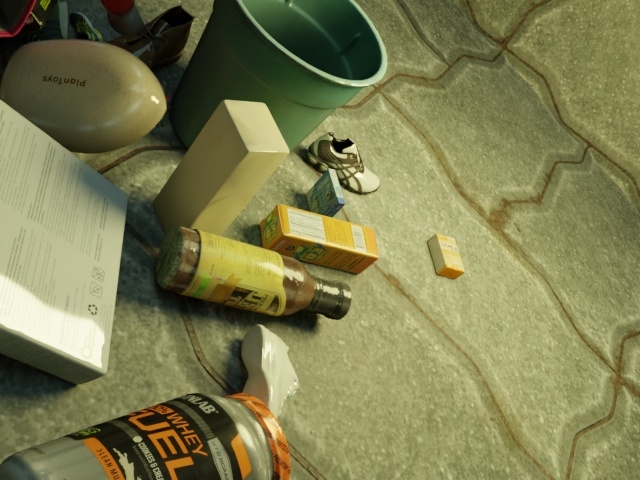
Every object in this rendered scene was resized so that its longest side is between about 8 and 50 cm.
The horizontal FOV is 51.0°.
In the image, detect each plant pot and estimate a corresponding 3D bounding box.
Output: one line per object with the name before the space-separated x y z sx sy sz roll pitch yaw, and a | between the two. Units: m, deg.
plant pot | -0.108 -0.315 1.291 0.341 0.334 0.341 23 45 -25

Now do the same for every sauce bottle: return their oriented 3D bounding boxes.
sauce bottle | -0.101 0.068 1.142 0.344 0.111 0.111 17 47 -28

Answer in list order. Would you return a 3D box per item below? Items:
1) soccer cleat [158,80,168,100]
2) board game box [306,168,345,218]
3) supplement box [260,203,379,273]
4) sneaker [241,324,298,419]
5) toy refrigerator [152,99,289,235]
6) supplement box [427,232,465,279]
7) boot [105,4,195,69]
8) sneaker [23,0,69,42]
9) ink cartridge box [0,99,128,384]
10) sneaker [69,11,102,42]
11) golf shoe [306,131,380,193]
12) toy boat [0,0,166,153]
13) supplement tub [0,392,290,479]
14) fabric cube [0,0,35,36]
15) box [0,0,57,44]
soccer cleat | -0.356 -0.226 1.219 0.196 0.076 0.068 -55 140 -36
board game box | 0.009 -0.086 1.387 0.020 0.090 0.090 10 51 -34
supplement box | 0.000 0.000 1.317 0.233 0.078 0.080 15 51 -31
sneaker | -0.073 0.236 1.058 0.094 0.080 0.212 33 38 -33
toy refrigerator | -0.167 -0.101 1.104 0.094 0.269 0.102 -6 60 -43
supplement box | 0.294 0.036 1.574 0.062 0.036 0.098 15 48 -33
boot | -0.351 -0.382 1.310 0.112 0.115 0.305 42 40 -7
sneaker | -0.500 -0.362 1.210 0.086 0.064 0.192 2 58 -25
ink cartridge box | -0.406 -0.015 0.889 0.330 0.071 0.324 42 33 -44
sneaker | -0.460 -0.410 1.301 0.083 0.031 0.035 44 46 4
golf shoe | 0.068 -0.174 1.514 0.198 0.094 0.077 24 42 -26
toy boat | -0.368 -0.289 1.118 0.267 0.148 0.318 12 75 3
supplement tub | -0.199 0.298 0.795 0.316 0.193 0.194 -10 64 -46
fabric cube | -0.534 -0.455 0.881 0.259 0.254 0.258 -17 68 -51
box | -0.521 -0.388 1.116 0.184 0.190 0.045 -89 158 -44
